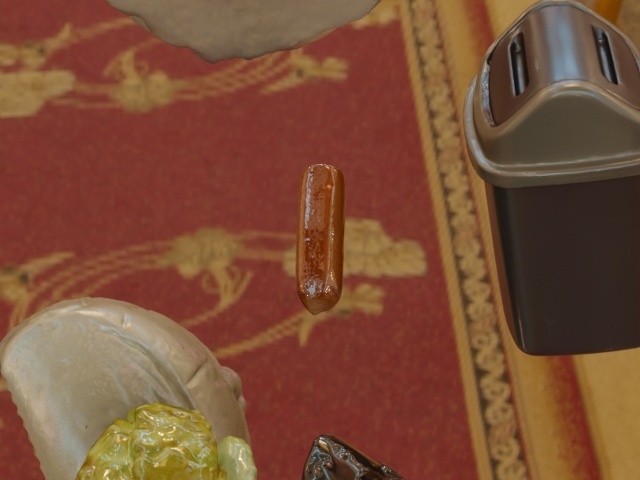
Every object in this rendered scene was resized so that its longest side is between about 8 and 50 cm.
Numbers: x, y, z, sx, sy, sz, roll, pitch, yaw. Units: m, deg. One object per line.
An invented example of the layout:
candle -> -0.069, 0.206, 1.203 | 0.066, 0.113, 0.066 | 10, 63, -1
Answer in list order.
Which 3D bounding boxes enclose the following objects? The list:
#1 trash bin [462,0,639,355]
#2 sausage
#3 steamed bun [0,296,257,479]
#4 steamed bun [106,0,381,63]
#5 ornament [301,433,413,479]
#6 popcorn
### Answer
trash bin -> 0.228, -0.055, 1.359 | 0.182, 0.290, 0.209 | -6, 34, 6
sausage -> 0.000, 0.000, 1.265 | 0.041, 0.039, 0.131 | -3, 66, 11
steamed bun -> -0.189, 0.237, 1.632 | 0.236, 0.384, 0.247 | -18, 4, 0
steamed bun -> -0.040, -0.173, 0.707 | 0.182, 0.183, 0.106 | 9, 52, 2
ornament -> 0.123, 0.243, 1.012 | 0.260, 0.251, 0.106 | 16, 74, 34
popcorn -> -0.156, 0.264, 1.390 | 0.183, 0.221, 0.204 | 14, 12, -6
